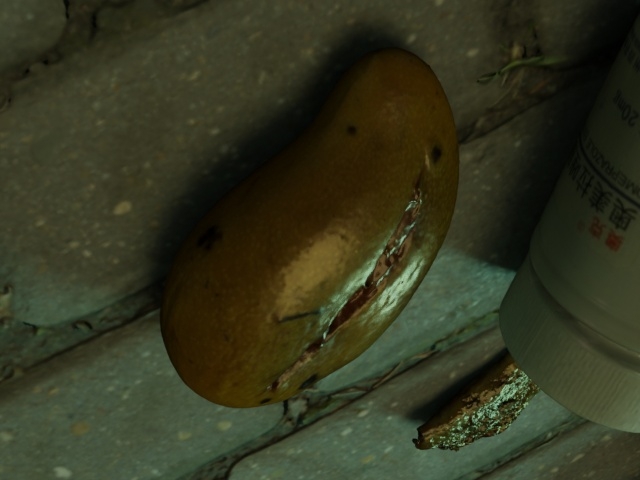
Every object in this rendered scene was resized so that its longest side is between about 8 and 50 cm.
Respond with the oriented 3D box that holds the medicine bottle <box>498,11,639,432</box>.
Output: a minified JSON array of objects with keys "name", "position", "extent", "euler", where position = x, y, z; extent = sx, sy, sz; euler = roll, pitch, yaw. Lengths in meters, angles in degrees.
[{"name":"medicine bottle","position":[0.281,-0.026,0.891],"extent":[0.190,0.190,0.332],"euler":[1,127,-28]}]

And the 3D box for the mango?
[{"name":"mango","position":[0.002,0.005,0.825],"extent":[0.177,0.120,0.295],"euler":[25,113,-42]}]

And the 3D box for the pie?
[{"name":"pie","position":[0.164,0.153,1.099],"extent":[0.170,0.034,0.092],"euler":[-38,133,-1]}]
